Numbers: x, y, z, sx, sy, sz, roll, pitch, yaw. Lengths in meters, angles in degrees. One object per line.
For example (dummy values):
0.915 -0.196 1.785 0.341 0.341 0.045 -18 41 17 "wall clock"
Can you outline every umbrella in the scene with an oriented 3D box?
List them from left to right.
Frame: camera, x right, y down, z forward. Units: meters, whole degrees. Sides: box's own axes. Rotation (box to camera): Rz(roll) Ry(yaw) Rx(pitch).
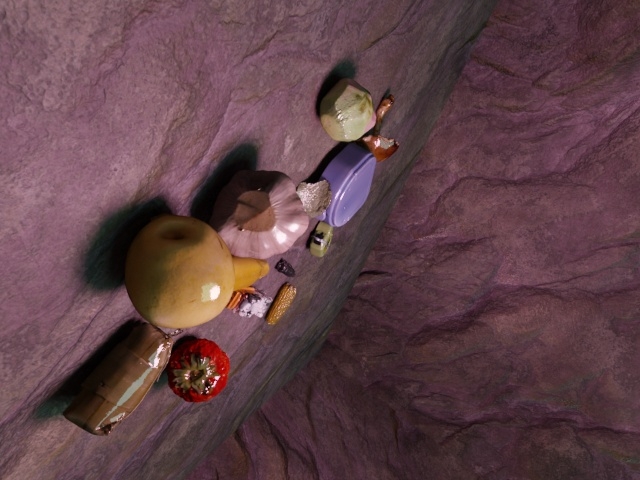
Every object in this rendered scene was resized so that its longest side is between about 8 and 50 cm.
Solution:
-0.172 0.155 2.275 0.066 0.059 0.235 -33 162 -1 "umbrella"

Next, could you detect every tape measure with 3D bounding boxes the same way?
0.000 0.000 2.371 0.200 0.106 0.175 100 16 -55 "tape measure"

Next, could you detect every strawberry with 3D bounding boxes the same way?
-0.496 0.527 1.822 0.257 0.257 0.277 -55 175 -3 "strawberry"

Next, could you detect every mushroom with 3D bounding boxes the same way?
0.290 -0.515 2.160 0.233 0.208 0.301 -8 -132 58 "mushroom"

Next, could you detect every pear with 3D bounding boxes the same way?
-0.390 0.086 1.233 0.309 0.309 0.309 -48 160 -24 "pear"

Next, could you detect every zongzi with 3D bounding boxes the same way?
-0.609 0.424 1.502 0.447 0.181 0.418 -53 177 -21 "zongzi"

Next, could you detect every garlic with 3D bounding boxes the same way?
-0.207 -0.085 1.440 0.317 0.317 0.259 -56 173 0 "garlic"

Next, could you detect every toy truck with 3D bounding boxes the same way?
-0.328 0.269 1.969 0.114 0.135 0.270 -55 157 4 "toy truck"

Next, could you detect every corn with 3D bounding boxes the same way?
-0.219 0.353 2.437 0.260 0.091 0.091 -61 158 18 "corn"

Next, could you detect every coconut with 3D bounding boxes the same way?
0.110 -0.494 1.668 0.236 0.236 0.205 -51 -165 -15 "coconut"

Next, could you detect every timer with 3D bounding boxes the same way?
0.086 -0.240 2.066 0.395 0.173 0.395 -49 162 -22 "timer"

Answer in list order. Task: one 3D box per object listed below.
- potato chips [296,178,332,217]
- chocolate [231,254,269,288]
-0.060 -0.170 1.912 0.059 0.228 0.167 -97 178 -67 "potato chips"
-0.332 0.124 1.705 0.162 0.162 0.445 -59 166 9 "chocolate"
